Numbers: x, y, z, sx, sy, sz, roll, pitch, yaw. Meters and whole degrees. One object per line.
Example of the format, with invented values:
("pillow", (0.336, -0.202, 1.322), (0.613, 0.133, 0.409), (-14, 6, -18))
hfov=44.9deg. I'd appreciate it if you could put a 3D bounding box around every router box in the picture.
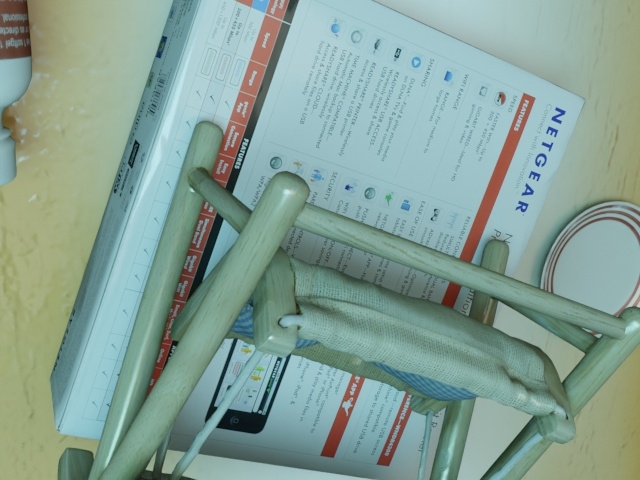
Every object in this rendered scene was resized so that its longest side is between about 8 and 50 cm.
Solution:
("router box", (0.000, 0.000, 0.572), (0.301, 0.082, 0.336), (17, 99, -26))

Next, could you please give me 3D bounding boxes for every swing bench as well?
("swing bench", (0.010, 0.100, 0.468), (0.253, 0.165, 0.255), (19, 99, -26))

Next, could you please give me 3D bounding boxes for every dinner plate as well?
("dinner plate", (0.261, 0.031, 0.724), (0.141, 0.017, 0.141), (-7, 109, -21))

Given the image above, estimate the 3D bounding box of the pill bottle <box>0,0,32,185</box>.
("pill bottle", (-0.222, -0.138, 0.418), (0.121, 0.121, 0.216), (-6, 107, -21))
